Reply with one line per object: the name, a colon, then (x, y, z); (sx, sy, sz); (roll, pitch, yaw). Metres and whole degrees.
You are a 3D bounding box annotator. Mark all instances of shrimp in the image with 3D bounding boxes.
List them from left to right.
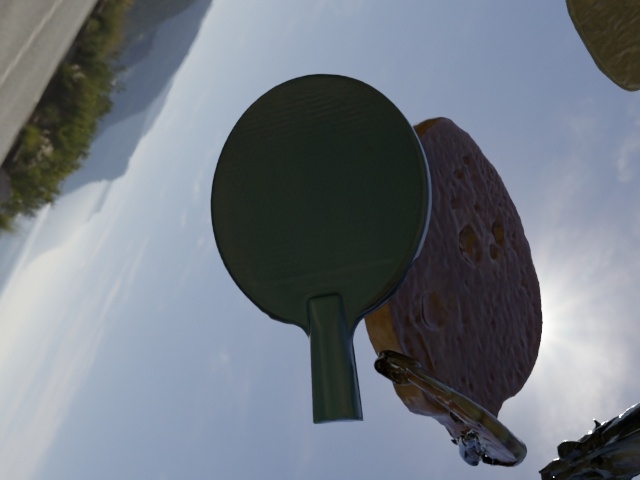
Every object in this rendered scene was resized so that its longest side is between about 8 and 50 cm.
shrimp: (0.109, 0.152, 0.697); (0.035, 0.148, 0.195); (-55, 169, -15)
shrimp: (0.471, 0.214, 0.918); (0.445, 0.272, 0.085); (-31, -129, 23)

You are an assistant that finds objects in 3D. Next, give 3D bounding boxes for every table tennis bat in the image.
table tennis bat: (0.000, 0.000, 0.712); (0.215, 0.044, 0.329); (-11, -106, 17)

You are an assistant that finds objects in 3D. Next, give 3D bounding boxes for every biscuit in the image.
biscuit: (0.166, 0.049, 0.985); (0.062, 0.385, 0.365); (-10, -153, 39)

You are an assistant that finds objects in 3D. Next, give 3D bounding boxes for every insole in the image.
insole: (0.261, -0.255, 0.737); (0.081, 0.248, 0.011); (-25, -165, 32)
